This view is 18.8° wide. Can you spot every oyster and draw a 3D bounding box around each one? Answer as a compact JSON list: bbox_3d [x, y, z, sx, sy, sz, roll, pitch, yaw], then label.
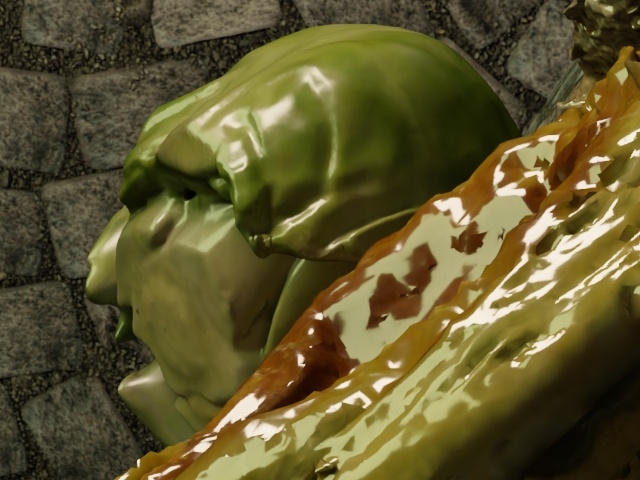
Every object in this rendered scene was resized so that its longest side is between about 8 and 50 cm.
[{"bbox_3d":[0.282,-0.187,1.387,0.204,0.111,0.396,-39,-4,-10],"label":"oyster"}]

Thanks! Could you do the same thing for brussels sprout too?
[{"bbox_3d":[0.018,0.001,1.665,0.361,0.342,0.425,-22,-10,-31],"label":"brussels sprout"}]

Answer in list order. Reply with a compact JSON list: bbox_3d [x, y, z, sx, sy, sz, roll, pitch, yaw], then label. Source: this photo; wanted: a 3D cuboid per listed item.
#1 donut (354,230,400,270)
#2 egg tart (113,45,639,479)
[{"bbox_3d":[0.023,0.146,1.318,0.299,0.150,0.317,-57,-1,-38],"label":"donut"},{"bbox_3d":[0.063,0.061,0.676,0.352,0.150,0.352,-40,5,4],"label":"egg tart"}]
